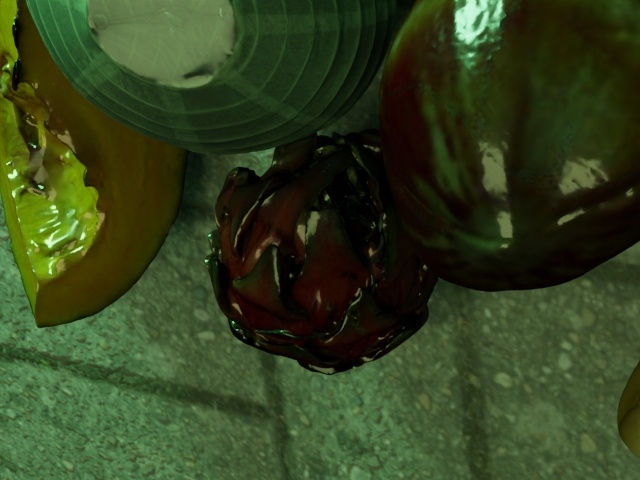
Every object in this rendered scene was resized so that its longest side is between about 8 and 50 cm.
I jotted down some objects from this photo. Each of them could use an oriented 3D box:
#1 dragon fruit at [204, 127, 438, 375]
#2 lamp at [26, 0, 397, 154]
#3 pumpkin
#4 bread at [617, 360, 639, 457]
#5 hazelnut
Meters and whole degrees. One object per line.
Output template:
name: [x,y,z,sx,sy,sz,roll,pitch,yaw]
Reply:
dragon fruit: [0.001,0.008,1.092,0.182,0.182,0.188,-6,118,37]
lamp: [-0.078,-0.180,0.998,0.265,0.233,0.233,10,125,5]
pumpkin: [-0.198,-0.105,1.216,0.169,0.148,0.312,-131,40,-57]
bread: [0.306,0.051,0.957,0.142,0.091,0.305,27,129,9]
hazelnut: [0.136,-0.066,0.926,0.229,0.229,0.229,17,125,26]
